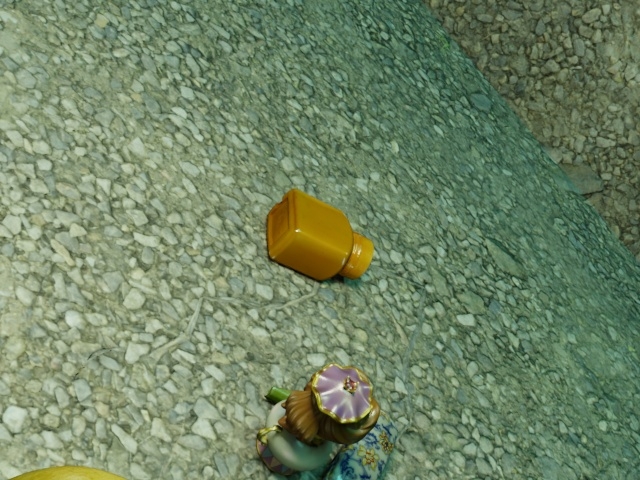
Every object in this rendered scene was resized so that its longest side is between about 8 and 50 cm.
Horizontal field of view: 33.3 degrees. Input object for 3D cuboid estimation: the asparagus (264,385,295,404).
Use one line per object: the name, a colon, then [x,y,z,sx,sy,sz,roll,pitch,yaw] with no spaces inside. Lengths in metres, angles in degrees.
asparagus: [-0.029,0.324,2.046,0.178,0.041,0.045,33,68,-18]

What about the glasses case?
glasses case: [0.081,0.413,2.049,0.087,0.065,0.248,45,34,0]

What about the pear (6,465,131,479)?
pear: [-0.323,0.445,1.392,0.314,0.314,0.314,28,39,-25]

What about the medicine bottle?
medicine bottle: [-0.001,0.000,2.333,0.222,0.112,0.149,26,39,-27]

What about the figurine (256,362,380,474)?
figurine: [-0.002,0.313,1.887,0.189,0.263,0.142,-1,57,-45]
